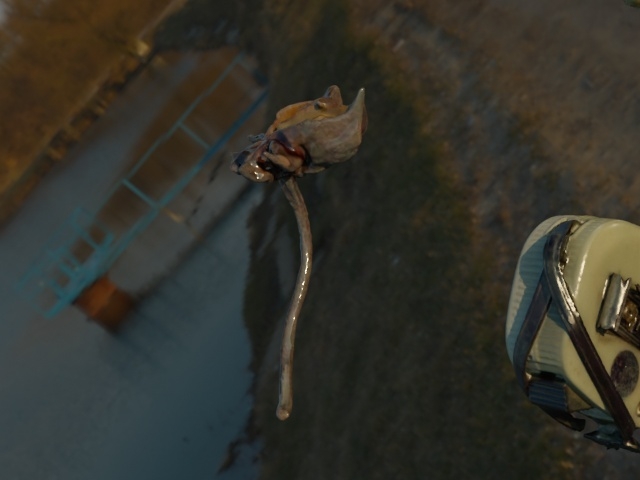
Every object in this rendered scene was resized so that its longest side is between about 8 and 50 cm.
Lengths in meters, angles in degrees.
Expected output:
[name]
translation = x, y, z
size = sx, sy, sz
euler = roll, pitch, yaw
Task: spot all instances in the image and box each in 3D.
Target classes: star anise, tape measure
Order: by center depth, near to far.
[star anise]
translation = 0.000, 0.000, 0.991
size = 0.148, 0.228, 0.218
euler = -5, 24, 44
[tape measure]
translation = 0.320, 0.110, 1.367
size = 0.133, 0.231, 0.271
euler = 10, 86, 51

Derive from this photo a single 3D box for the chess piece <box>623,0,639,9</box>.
[chess piece]
translation = 0.451, -0.307, 1.526
size = 0.066, 0.122, 0.066
euler = -45, 2, 2
